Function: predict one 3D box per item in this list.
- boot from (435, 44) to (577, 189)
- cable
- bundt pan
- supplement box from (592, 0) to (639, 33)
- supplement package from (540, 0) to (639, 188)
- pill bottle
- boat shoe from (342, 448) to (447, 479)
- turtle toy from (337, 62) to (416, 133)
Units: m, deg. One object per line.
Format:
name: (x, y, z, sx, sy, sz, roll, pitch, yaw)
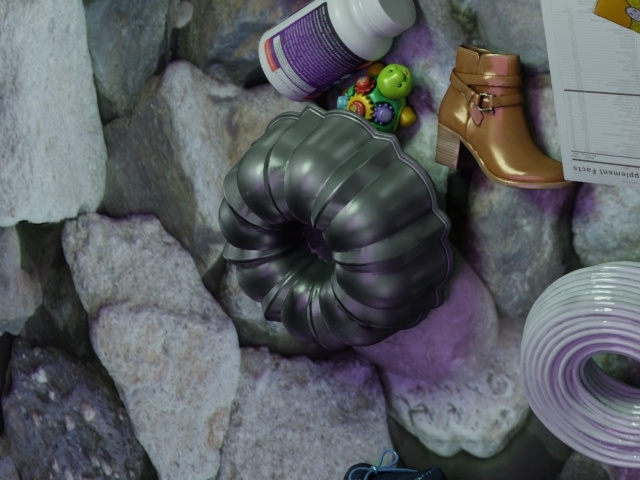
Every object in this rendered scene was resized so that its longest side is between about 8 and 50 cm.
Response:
boot: (0.226, -0.146, 1.744, 0.197, 0.073, 0.152, 18, 106, 30)
cable: (0.348, 0.144, 1.650, 0.257, 0.089, 0.257, -6, 123, 36)
bundt pan: (0.000, 0.000, 1.855, 0.331, 0.124, 0.331, 21, 128, 30)
supplement box: (0.463, -0.258, 1.333, 0.356, 0.194, 0.195, 25, 159, 8)
supplement package: (0.338, -0.191, 1.566, 0.139, 0.134, 0.244, 12, 121, 46)
pill bottle: (0.023, -0.261, 1.843, 0.193, 0.108, 0.108, -27, 84, 38)
boat shoe: (0.056, 0.342, 1.957, 0.258, 0.109, 0.089, -27, 80, 35)
turtle toy: (0.072, -0.177, 1.851, 0.130, 0.066, 0.095, -41, 75, 35)
